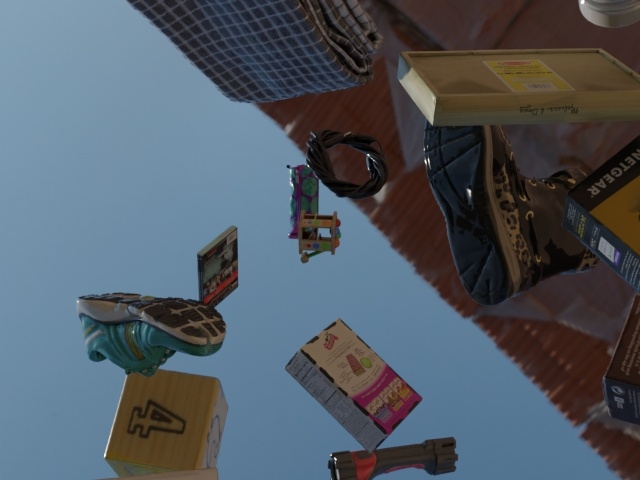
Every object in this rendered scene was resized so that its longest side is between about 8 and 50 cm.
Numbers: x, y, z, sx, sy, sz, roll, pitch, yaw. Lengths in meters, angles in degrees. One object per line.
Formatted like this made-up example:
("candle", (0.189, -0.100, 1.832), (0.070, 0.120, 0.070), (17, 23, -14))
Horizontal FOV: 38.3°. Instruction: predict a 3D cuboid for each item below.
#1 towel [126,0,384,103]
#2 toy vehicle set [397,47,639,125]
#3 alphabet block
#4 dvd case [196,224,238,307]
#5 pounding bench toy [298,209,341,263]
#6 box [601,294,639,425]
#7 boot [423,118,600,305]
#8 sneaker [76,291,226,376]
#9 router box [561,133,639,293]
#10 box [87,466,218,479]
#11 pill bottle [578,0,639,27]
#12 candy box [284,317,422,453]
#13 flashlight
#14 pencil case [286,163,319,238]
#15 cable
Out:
("towel", (-0.088, -0.293, 1.175), (0.283, 0.235, 0.121), (42, -122, -41))
("toy vehicle set", (0.240, -0.184, 1.089), (0.266, 0.035, 0.166), (-2, -151, -8))
("alphabet block", (-0.304, 0.385, 1.860), (0.193, 0.192, 0.197), (7, -118, 6))
("dvd case", (-0.155, 0.046, 1.401), (0.013, 0.120, 0.087), (24, -137, 23))
("pounding bench toy", (0.000, 0.000, 1.481), (0.065, 0.083, 0.052), (3, -144, 5))
("box", (0.687, 0.235, 1.526), (0.381, 0.191, 0.143), (12, 145, 33))
("boot", (0.333, -0.094, 1.547), (0.284, 0.138, 0.378), (-7, -100, -38))
("sneaker", (-0.230, 0.132, 1.262), (0.275, 0.110, 0.107), (2, -175, 42))
("router box", (0.480, -0.049, 1.077), (0.243, 0.308, 0.081), (46, 167, 27))
("box", (-0.239, 0.386, 1.152), (0.214, 0.345, 0.168), (-3, -107, -12))
("pill bottle", (0.328, -0.348, 1.032), (0.124, 0.124, 0.221), (55, 177, 34))
("candy box", (0.065, 0.277, 1.786), (0.233, 0.071, 0.159), (44, -146, 11))
("flashlight", (0.174, 0.540, 2.207), (0.303, 0.103, 0.103), (-3, -106, -16))
("pencil case", (-0.035, -0.078, 1.853), (0.064, 0.152, 0.070), (-1, 177, 27))
("cable", (0.046, -0.140, 1.614), (0.150, 0.047, 0.185), (20, -140, -9))
